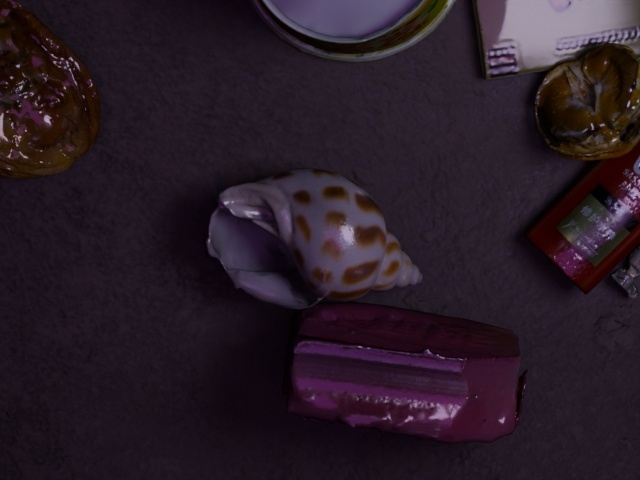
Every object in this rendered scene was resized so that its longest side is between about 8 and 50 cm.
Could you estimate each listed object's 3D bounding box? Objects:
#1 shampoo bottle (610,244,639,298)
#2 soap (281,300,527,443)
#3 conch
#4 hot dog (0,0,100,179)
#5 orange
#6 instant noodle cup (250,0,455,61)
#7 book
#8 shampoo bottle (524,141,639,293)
[{"bbox_3d":[0.470,-0.012,1.906,0.063,0.057,0.208,43,97,-13],"label":"shampoo bottle"},{"bbox_3d":[0.114,0.169,1.843,0.324,0.220,0.127,10,104,-3],"label":"soap"},{"bbox_3d":[0.000,0.000,1.841,0.275,0.149,0.183,34,127,2],"label":"conch"},{"bbox_3d":[-0.405,-0.193,1.807,0.272,0.122,0.196,43,89,-7],"label":"hot dog"},{"bbox_3d":[0.360,-0.170,1.836,0.170,0.112,0.160,31,94,36],"label":"orange"},{"bbox_3d":[0.030,-0.358,1.728,0.311,0.221,0.311,1,100,4],"label":"instant noodle cup"},{"bbox_3d":[0.300,-0.398,1.842,0.239,0.035,0.352,-9,100,-2],"label":"book"},{"bbox_3d":[0.414,-0.075,1.880,0.314,0.076,0.118,-45,79,6],"label":"shampoo bottle"}]
